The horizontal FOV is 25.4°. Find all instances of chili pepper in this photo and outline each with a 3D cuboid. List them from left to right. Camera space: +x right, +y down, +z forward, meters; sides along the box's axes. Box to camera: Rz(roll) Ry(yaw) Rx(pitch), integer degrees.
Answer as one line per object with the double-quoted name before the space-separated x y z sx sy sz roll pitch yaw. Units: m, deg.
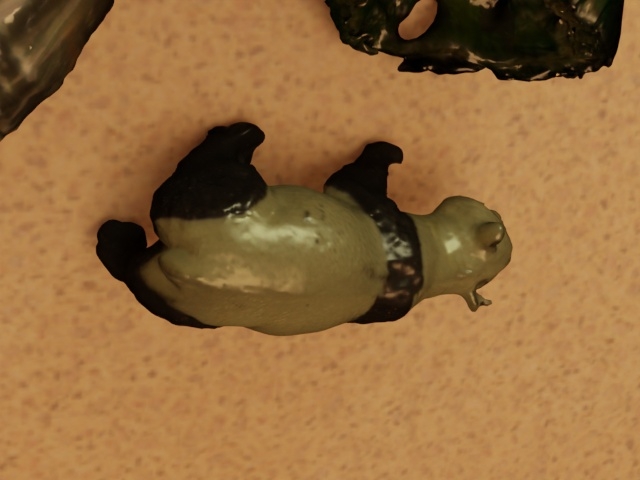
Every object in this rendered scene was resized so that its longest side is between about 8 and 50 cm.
"chili pepper" 0.045 -0.169 0.726 0.264 0.116 0.148 21 95 -31

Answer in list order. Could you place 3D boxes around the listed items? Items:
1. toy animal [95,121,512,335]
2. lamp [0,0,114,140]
"toy animal" 0.000 0.000 0.776 0.225 0.121 0.094 4 113 -27
"lamp" -0.173 -0.091 0.666 0.250 0.101 0.101 -41 124 -2
